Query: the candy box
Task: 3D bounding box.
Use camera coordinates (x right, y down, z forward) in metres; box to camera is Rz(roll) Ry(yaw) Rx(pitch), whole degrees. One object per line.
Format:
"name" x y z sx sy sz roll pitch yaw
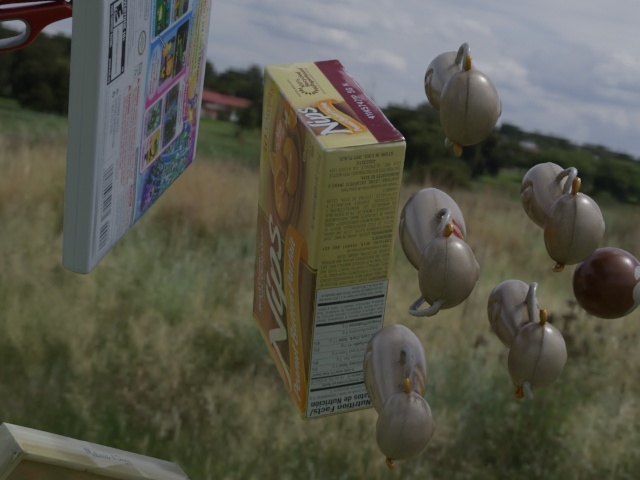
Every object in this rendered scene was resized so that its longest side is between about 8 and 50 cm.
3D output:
"candy box" 0.000 0.000 1.203 0.087 0.316 0.183 -8 35 -17

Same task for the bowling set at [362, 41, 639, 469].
"bowling set" 0.145 0.016 0.827 0.199 0.287 0.154 7 18 -3

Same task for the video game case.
"video game case" -0.092 -0.082 0.621 0.019 0.157 0.143 16 32 10

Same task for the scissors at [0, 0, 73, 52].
"scissors" -0.241 -0.240 1.215 0.297 0.109 0.021 -3 37 -15

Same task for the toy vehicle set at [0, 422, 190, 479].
"toy vehicle set" -0.243 0.256 1.078 0.035 0.166 0.267 45 5 31
